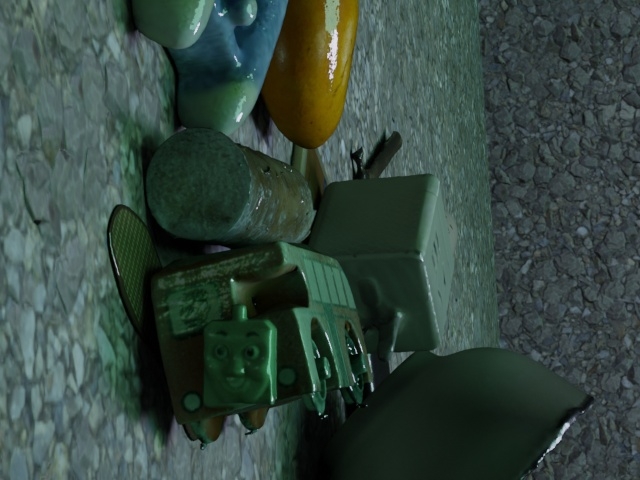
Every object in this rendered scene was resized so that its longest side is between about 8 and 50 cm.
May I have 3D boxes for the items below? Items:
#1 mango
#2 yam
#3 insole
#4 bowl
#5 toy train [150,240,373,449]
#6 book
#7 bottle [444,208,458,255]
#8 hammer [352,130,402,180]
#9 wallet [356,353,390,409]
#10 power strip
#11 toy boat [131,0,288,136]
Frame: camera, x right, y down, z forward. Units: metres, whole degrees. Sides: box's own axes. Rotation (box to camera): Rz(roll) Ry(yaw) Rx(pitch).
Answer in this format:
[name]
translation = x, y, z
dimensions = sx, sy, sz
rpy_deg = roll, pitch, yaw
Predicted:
[mango]
translation = -0.015, -0.197, 1.498
dimensions = 0.145, 0.112, 0.219
rpy_deg = -69, 157, -67
[yam]
translation = -0.069, -0.037, 1.262
dimensions = 0.259, 0.093, 0.093
rpy_deg = 11, 75, -77
[insole]
translation = -0.125, 0.066, 1.166
dimensions = 0.253, 0.005, 0.086
rpy_deg = 73, 18, -44
[bowl]
translation = 0.125, 0.245, 1.655
dimensions = 0.185, 0.354, 0.354
rpy_deg = 43, 8, 10
[toy train]
translation = -0.043, 0.084, 1.240
dimensions = 0.326, 0.129, 0.159
rpy_deg = 19, 59, -77
[book]
translation = 0.001, 0.000, 1.713
dimensions = 0.241, 0.018, 0.170
rpy_deg = 69, 21, -50
[bottle]
translation = 0.131, 0.028, 2.070
dimensions = 0.233, 0.110, 0.110
rpy_deg = -61, 144, -67
[hammer]
translation = 0.086, -0.110, 2.109
dimensions = 0.297, 0.027, 0.125
rpy_deg = -61, 144, -68
[wallet]
translation = 0.072, 0.265, 1.891
dimensions = 0.170, 0.044, 0.321
rpy_deg = 22, 61, -77
[power strip]
translation = 0.064, 0.043, 1.627
dimensions = 0.224, 0.139, 0.140
rpy_deg = -73, 156, -54
[toy boat]
translation = -0.068, -0.257, 1.265
dimensions = 0.215, 0.123, 0.330
rpy_deg = 67, 23, -51
